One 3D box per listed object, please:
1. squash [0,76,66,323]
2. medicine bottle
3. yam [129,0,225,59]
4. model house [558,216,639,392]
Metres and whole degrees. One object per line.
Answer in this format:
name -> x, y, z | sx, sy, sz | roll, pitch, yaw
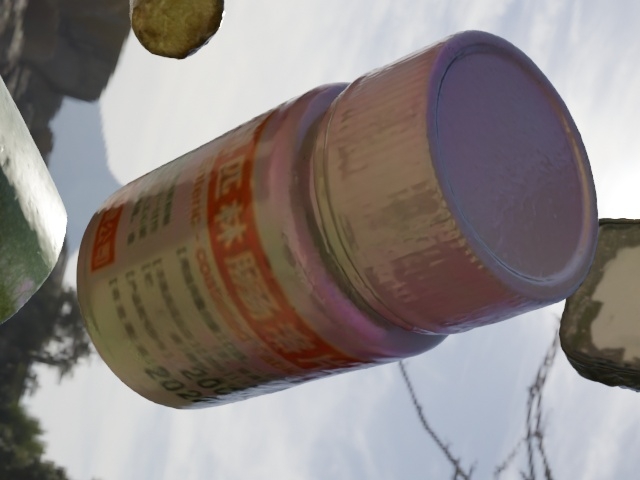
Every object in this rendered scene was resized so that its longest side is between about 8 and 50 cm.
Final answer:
squash -> -0.401, -0.103, 0.925 | 0.384, 0.263, 0.263 | 76, 11, -48
medicine bottle -> 0.000, 0.000, 0.846 | 0.388, 0.219, 0.219 | -19, -127, 42
yam -> -0.138, -0.235, 0.977 | 0.356, 0.081, 0.081 | -115, -136, -67
model house -> 0.441, 0.113, 1.192 | 0.271, 0.301, 0.190 | 2, -111, 33
